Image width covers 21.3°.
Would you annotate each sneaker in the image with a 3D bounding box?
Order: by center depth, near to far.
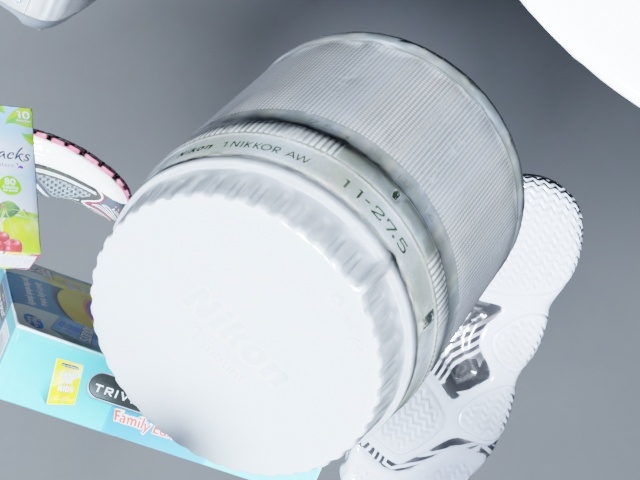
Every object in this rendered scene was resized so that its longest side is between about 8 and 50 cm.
[{"bbox_3d":[0.119,0.083,1.677,0.137,0.210,0.366,24,101,-17],"label":"sneaker"},{"bbox_3d":[-0.342,-0.073,1.778,0.299,0.121,0.112,16,92,-15],"label":"sneaker"}]

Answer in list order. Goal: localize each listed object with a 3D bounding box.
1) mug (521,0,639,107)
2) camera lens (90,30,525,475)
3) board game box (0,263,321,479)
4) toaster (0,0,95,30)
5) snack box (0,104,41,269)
[{"bbox_3d":[0.244,-0.254,0.674,0.276,0.374,0.328,26,68,25],"label":"mug"},{"bbox_3d":[0.000,0.000,1.136,0.219,0.219,0.274,52,36,-7],"label":"camera lens"},{"bbox_3d":[-0.175,0.133,1.745,0.336,0.254,0.079,20,100,-19],"label":"board game box"},{"bbox_3d":[-0.253,-0.318,1.688,0.129,0.146,0.227,33,33,4],"label":"toaster"},{"bbox_3d":[-0.294,-0.048,1.450,0.100,0.037,0.141,5,63,-26],"label":"snack box"}]
